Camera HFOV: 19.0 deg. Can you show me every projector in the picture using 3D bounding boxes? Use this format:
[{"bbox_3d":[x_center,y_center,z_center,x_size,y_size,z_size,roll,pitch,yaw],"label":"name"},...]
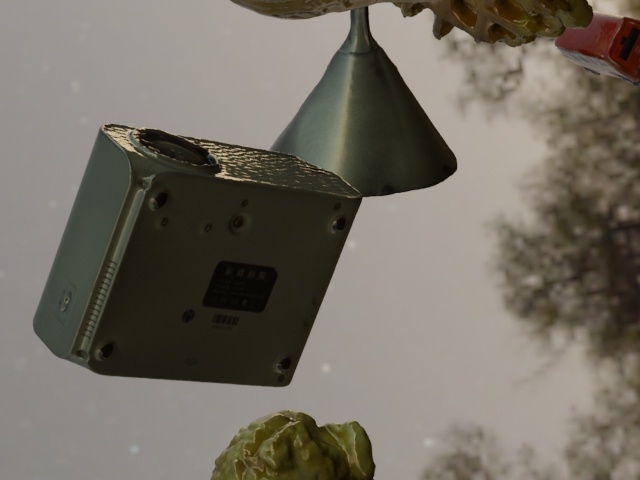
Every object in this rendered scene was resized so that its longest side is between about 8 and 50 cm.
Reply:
[{"bbox_3d":[-0.104,0.018,1.685,0.250,0.108,0.198,9,-70,-38],"label":"projector"}]

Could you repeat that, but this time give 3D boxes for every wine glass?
[{"bbox_3d":[0.054,-0.287,2.561,0.267,0.267,0.406,-55,-32,-65],"label":"wine glass"}]

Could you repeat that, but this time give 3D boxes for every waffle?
[{"bbox_3d":[0.131,-0.318,1.863,0.060,0.307,0.311,-41,-55,-29],"label":"waffle"}]

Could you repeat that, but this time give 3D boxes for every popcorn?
[{"bbox_3d":[-0.038,0.342,2.477,0.256,0.255,0.195,64,171,-28],"label":"popcorn"}]

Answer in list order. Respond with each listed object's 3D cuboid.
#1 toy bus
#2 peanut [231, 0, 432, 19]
[{"bbox_3d":[0.356,-0.247,2.393,0.079,0.077,0.174,-65,23,3],"label":"toy bus"},{"bbox_3d":[0.056,-0.274,1.649,0.152,0.313,0.152,-7,-90,-86],"label":"peanut"}]
